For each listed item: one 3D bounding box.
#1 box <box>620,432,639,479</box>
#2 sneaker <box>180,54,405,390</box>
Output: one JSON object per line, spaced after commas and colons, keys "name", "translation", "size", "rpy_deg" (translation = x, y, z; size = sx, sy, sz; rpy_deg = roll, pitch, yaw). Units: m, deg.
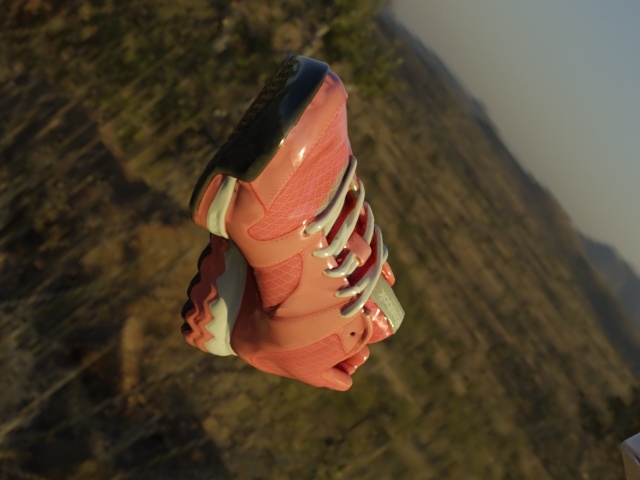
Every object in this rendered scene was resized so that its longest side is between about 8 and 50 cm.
{"name": "box", "translation": [0.345, 0.271, 1.111], "size": [0.121, 0.148, 0.311], "rpy_deg": [45, -25, 57]}
{"name": "sneaker", "translation": [0.000, 0.000, 0.897], "size": [0.136, 0.116, 0.314], "rpy_deg": [28, -28, 8]}
